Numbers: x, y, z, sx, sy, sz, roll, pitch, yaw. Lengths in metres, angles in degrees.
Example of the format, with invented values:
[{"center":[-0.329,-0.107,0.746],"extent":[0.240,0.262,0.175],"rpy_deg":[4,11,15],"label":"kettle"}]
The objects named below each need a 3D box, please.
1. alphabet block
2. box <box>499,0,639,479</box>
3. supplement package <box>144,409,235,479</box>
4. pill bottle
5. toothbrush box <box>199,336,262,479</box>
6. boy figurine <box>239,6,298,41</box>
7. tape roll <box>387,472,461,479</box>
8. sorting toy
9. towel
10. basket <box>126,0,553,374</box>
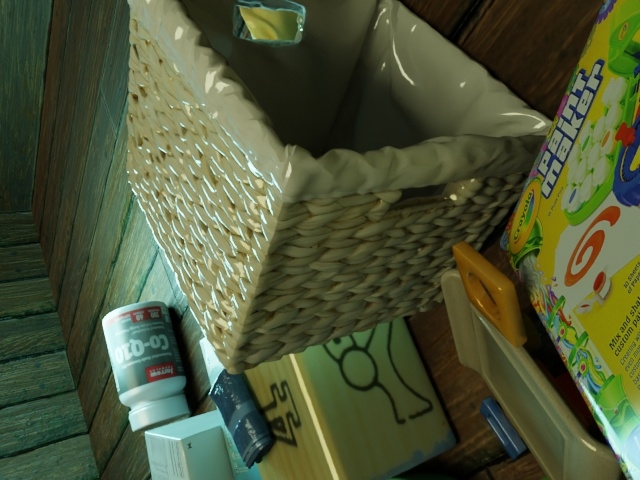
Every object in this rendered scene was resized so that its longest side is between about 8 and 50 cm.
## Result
[{"center":[0.020,0.214,0.736],"extent":[0.193,0.192,0.197],"rpy_deg":[-43,61,47],"label":"alphabet block"},{"center":[0.252,-0.038,0.273],"extent":[0.279,0.177,0.290],"rpy_deg":[-89,12,-61],"label":"box"},{"center":[-0.194,0.407,1.060],"extent":[0.203,0.194,0.149],"rpy_deg":[-21,80,54],"label":"supplement package"},{"center":[-0.422,0.306,1.387],"extent":[0.161,0.161,0.283],"rpy_deg":[-40,64,50],"label":"pill bottle"},{"center":[-0.073,0.265,0.926],"extent":[0.216,0.126,0.296],"rpy_deg":[-39,66,51],"label":"toothbrush box"},{"center":[-0.077,-0.212,0.841],"extent":[0.177,0.092,0.285],"rpy_deg":[-90,3,-65],"label":"boy figurine"},{"center":[0.121,0.446,0.663],"extent":[0.321,0.077,0.321],"rpy_deg":[-16,69,49],"label":"tape roll"},{"center":[0.184,0.129,0.489],"extent":[0.196,0.047,0.348],"rpy_deg":[57,175,43],"label":"sorting toy"},{"center":[-0.103,0.222,0.721],"extent":[0.119,0.029,0.067],"rpy_deg":[56,136,32],"label":"towel"},{"center":[-0.009,-0.092,0.601],"extent":[0.331,0.328,0.266],"rpy_deg":[54,138,30],"label":"basket"}]
